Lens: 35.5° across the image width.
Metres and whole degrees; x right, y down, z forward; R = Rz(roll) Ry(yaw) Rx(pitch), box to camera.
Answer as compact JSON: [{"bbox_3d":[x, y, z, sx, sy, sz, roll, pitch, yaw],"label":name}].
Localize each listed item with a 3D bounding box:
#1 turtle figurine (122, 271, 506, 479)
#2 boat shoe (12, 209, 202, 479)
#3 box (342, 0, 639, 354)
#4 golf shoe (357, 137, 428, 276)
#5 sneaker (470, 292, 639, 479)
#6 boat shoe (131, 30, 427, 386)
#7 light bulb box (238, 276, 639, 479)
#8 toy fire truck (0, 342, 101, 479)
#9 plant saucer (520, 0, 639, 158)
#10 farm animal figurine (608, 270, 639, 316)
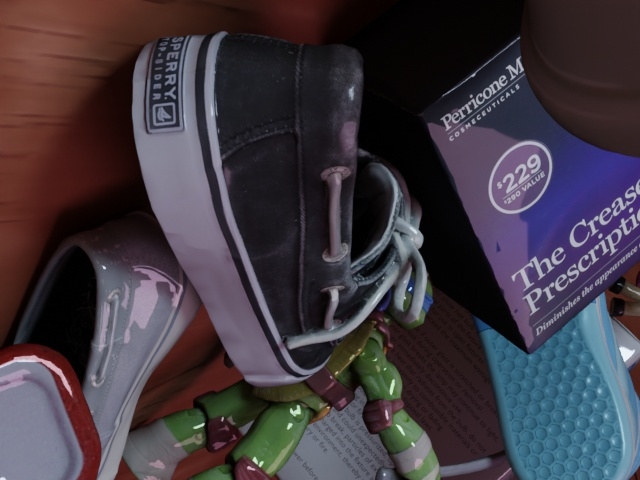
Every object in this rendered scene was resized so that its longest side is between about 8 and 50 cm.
[{"bbox_3d":[-0.003,0.151,0.789,0.266,0.198,0.274,-34,159,-8],"label":"turtle figurine"},{"bbox_3d":[-0.140,0.076,0.518,0.081,0.079,0.227,-8,137,-51],"label":"boat shoe"},{"bbox_3d":[0.157,-0.093,0.560,0.261,0.103,0.184,-39,126,-10],"label":"box"},{"bbox_3d":[0.092,-0.040,0.704,0.273,0.120,0.105,14,132,-43],"label":"golf shoe"},{"bbox_3d":[0.209,0.078,0.892,0.127,0.319,0.208,-11,160,20],"label":"sneaker"},{"bbox_3d":[0.000,-0.004,0.502,0.105,0.113,0.306,-3,152,7],"label":"boat shoe"},{"bbox_3d":[0.136,0.198,1.152,0.361,0.225,0.358,-40,162,-7],"label":"light bulb box"},{"bbox_3d":[-0.206,0.202,0.388,0.302,0.254,0.169,-21,-176,-28],"label":"toy fire truck"},{"bbox_3d":[0.185,-0.210,0.301,0.400,0.100,0.400,-46,-161,21],"label":"plant saucer"},{"bbox_3d":[0.405,-0.076,0.920,0.330,0.172,0.326,99,6,-58],"label":"farm animal figurine"}]
